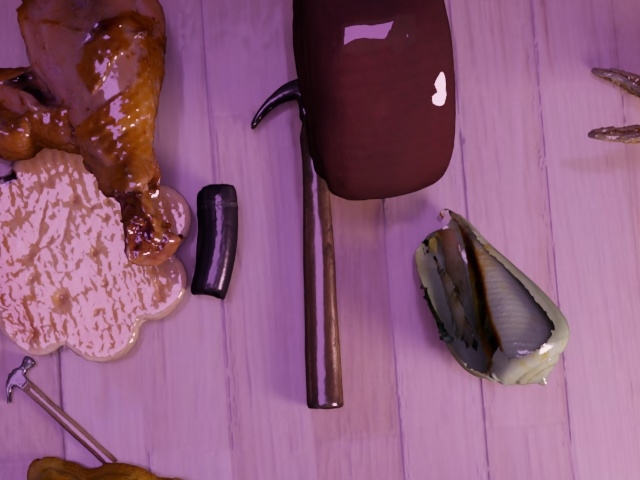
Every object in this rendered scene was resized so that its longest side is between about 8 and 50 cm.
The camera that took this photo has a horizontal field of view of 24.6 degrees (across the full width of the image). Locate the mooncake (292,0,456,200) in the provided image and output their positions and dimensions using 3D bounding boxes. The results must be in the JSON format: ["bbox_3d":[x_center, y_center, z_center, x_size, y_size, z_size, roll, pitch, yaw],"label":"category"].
[{"bbox_3d":[0.054,-0.220,1.766,0.174,0.326,0.334,-11,81,-3],"label":"mooncake"}]

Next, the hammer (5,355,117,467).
[{"bbox_3d":[-0.338,0.233,1.913,0.182,0.017,0.062,43,86,4],"label":"hammer"}]

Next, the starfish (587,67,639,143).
[{"bbox_3d":[0.524,-0.187,1.886,0.358,0.078,0.347,19,51,40],"label":"starfish"}]

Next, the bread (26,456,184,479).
[{"bbox_3d":[-0.278,0.365,1.864,0.233,0.088,0.160,5,89,3],"label":"bread"}]

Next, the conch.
[{"bbox_3d":[0.204,0.085,1.866,0.143,0.137,0.250,-44,85,-3],"label":"conch"}]

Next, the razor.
[{"bbox_3d":[-0.136,0.002,1.901,0.054,0.090,0.148,4,84,-9],"label":"razor"}]

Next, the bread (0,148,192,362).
[{"bbox_3d":[-0.318,0.007,1.919,0.316,0.054,0.316,0,82,0],"label":"bread"}]

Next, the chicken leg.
[{"bbox_3d":[-0.303,-0.142,1.852,0.295,0.182,0.409,-19,73,-1],"label":"chicken leg"}]

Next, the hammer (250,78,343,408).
[{"bbox_3d":[0.000,0.000,1.923,0.168,0.044,0.440,-3,83,-1],"label":"hammer"}]
